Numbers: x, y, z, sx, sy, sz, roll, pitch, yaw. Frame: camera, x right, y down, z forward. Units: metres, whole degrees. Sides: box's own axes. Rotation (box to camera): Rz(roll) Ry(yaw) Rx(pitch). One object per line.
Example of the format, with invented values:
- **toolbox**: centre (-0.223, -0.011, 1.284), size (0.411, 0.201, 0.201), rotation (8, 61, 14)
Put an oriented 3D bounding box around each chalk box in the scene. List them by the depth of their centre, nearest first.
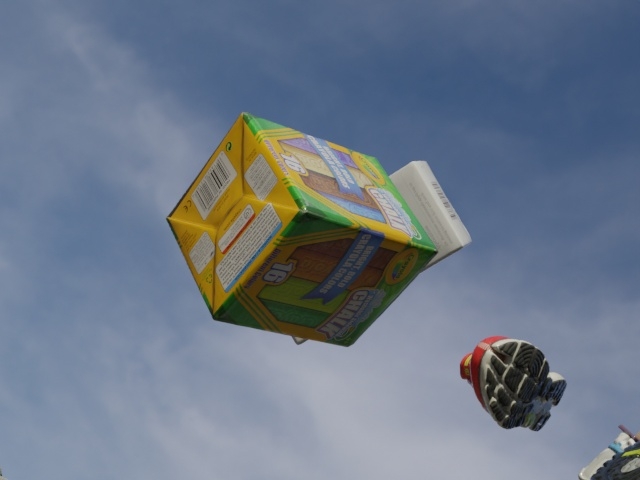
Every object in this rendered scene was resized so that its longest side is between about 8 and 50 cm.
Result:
- **chalk box**: centre (0.000, 0.000, 0.982), size (0.132, 0.213, 0.132), rotation (-51, -133, 24)

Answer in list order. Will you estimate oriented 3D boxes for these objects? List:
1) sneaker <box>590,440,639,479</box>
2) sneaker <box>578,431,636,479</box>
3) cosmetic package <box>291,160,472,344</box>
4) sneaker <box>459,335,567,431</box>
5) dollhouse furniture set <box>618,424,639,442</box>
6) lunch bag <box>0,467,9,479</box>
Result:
- **sneaker**: centre (0.393, 0.222, 1.011), size (0.145, 0.385, 0.147), rotation (-30, -107, 50)
- **sneaker**: centre (0.321, 0.287, 1.093), size (0.190, 0.083, 0.071), rotation (59, 7, 33)
- **cosmetic package**: centre (0.048, 0.014, 1.307), size (0.231, 0.085, 0.117), rotation (-31, -95, 15)
- **sneaker**: centre (0.227, 0.181, 1.449), size (0.118, 0.107, 0.279), rotation (26, -8, 29)
- **dollhouse furniture set**: centre (0.497, 0.281, 1.563), size (0.091, 0.081, 0.114), rotation (43, 1, -33)
- **lunch bag**: centre (-0.211, 0.268, 0.465), size (0.256, 0.305, 0.212), rotation (-29, -36, 10)
